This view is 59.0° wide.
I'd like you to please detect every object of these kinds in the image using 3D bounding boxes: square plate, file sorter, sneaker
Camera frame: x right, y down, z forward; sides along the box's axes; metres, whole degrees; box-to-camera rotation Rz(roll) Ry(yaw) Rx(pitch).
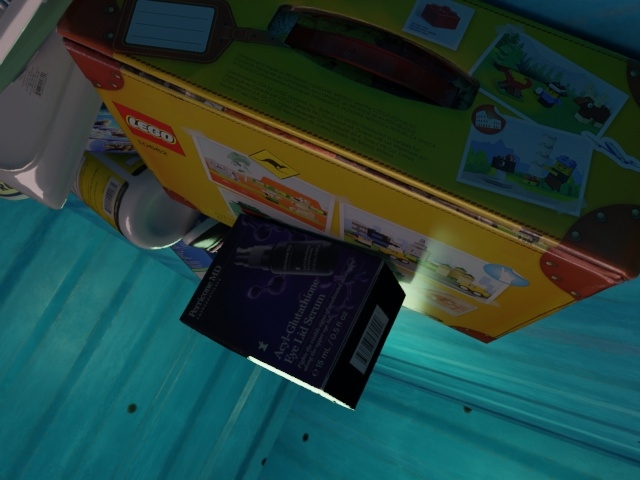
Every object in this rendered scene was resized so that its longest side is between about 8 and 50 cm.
[{"bbox_3d":[-0.444,-0.250,0.720,0.344,0.347,0.049,29,-157,-7],"label":"square plate"},{"bbox_3d":[-0.335,-0.255,0.524,0.278,0.192,0.173,-32,122,33],"label":"file sorter"},{"bbox_3d":[-0.177,0.017,1.239,0.146,0.105,0.296,60,-160,7],"label":"sneaker"}]

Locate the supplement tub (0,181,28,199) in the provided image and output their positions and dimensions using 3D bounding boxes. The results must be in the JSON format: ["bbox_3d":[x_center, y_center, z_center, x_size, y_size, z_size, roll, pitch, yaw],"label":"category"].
[{"bbox_3d":[-0.771,-0.261,1.303,0.236,0.235,0.325,20,163,20],"label":"supplement tub"}]

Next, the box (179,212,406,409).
[{"bbox_3d":[-0.030,0.078,0.657,0.207,0.153,0.108,17,162,29],"label":"box"}]

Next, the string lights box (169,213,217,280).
[{"bbox_3d":[-0.295,0.000,1.350,0.133,0.076,0.259,-8,127,48],"label":"string lights box"}]

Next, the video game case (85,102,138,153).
[{"bbox_3d":[-0.357,-0.201,0.935,0.270,0.061,0.244,-1,175,-21],"label":"video game case"}]

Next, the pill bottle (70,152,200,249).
[{"bbox_3d":[-0.412,-0.136,1.177,0.334,0.188,0.188,33,169,29],"label":"pill bottle"}]

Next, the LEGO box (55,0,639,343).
[{"bbox_3d":[0.041,-0.095,0.632,0.501,0.193,0.372,25,164,7],"label":"LEGO box"}]
